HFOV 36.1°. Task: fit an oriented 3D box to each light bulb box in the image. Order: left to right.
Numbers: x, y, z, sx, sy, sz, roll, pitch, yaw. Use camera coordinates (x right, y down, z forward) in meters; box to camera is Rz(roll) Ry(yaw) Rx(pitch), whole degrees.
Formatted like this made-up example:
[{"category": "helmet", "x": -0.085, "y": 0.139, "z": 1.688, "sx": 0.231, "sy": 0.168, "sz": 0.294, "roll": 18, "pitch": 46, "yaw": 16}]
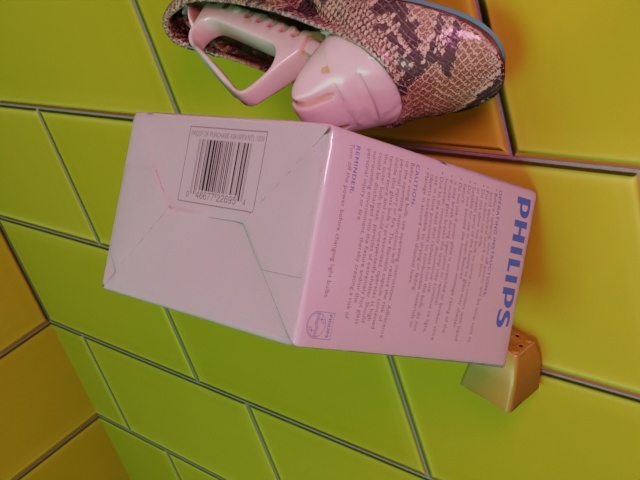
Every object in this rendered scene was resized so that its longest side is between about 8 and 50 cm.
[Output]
[{"category": "light bulb box", "x": 0.000, "y": 0.000, "z": 1.172, "sx": 0.358, "sy": 0.361, "sz": 0.225, "roll": 11, "pitch": 90, "yaw": 45}]

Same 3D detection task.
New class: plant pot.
[{"category": "plant pot", "x": 0.250, "y": 0.166, "z": 1.328, "sx": 0.081, "sy": 0.081, "sz": 0.083, "roll": 29, "pitch": 129, "yaw": 32}]

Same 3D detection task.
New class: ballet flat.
[{"category": "ballet flat", "x": -0.017, "y": -0.216, "z": 1.166, "sx": 0.483, "sy": 0.182, "sz": 0.164, "roll": 28, "pitch": 152, "yaw": 38}]
